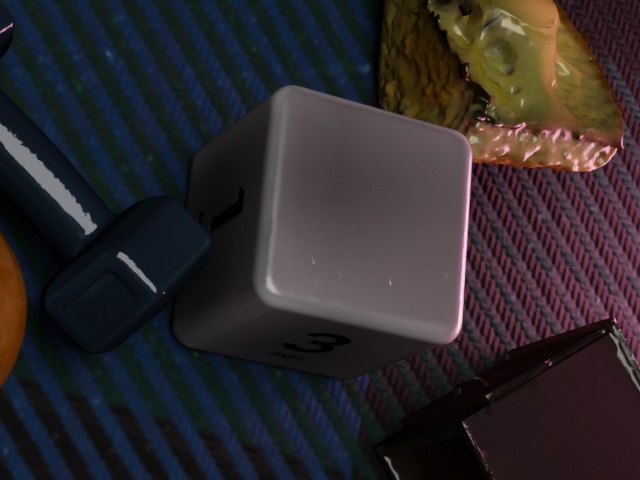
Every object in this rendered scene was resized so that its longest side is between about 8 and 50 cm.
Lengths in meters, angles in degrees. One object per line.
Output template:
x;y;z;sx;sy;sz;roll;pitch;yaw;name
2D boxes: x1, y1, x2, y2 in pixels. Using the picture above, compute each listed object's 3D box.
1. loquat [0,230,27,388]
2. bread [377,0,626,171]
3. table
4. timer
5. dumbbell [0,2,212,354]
-0.336;0.055;1.197;0.235;0.235;0.235;8;72;-25;loquat
0.168;-0.154;1.562;0.204;0.162;0.262;3;52;-25;bread
0.187;0.193;1.463;0.193;0.169;0.172;-27;89;-29;table
0.000;0.000;1.405;0.192;0.195;0.194;14;69;-24;timer
-0.241;-0.061;1.323;0.325;0.144;0.160;49;50;-8;dumbbell
